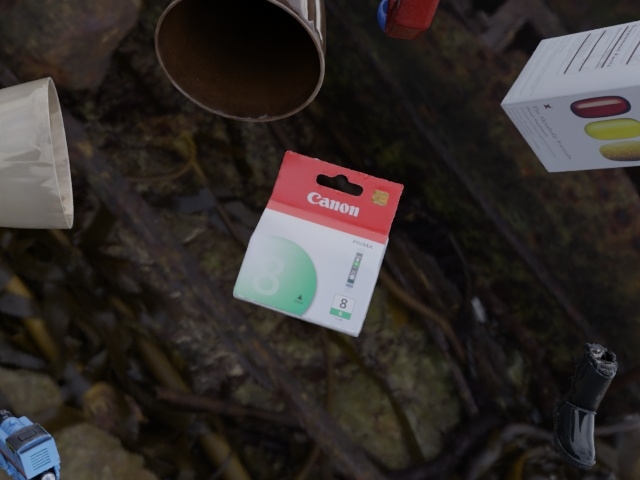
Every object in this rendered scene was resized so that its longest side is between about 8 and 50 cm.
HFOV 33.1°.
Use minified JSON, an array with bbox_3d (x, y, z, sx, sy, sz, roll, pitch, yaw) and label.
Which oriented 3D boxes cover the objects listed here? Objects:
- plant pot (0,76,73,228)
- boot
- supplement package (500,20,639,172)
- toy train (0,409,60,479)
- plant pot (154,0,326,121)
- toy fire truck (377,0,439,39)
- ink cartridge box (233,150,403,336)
[{"bbox_3d":[-0.568,-0.128,1.790,0.256,0.274,0.256,172,-90,-83],"label":"plant pot"},{"bbox_3d":[0.290,0.175,1.164,0.045,0.099,0.121,20,25,-4],"label":"boot"},{"bbox_3d":[0.385,-0.186,1.390,0.139,0.244,0.134,48,62,-27],"label":"supplement package"},{"bbox_3d":[-0.508,0.355,1.839,0.080,0.184,0.105,-23,120,-32],"label":"toy train"},{"bbox_3d":[-0.081,-0.311,1.406,0.215,0.215,0.230,40,43,-30],"label":"plant pot"},{"bbox_3d":[0.116,-0.350,1.161,0.169,0.254,0.302,8,67,-2],"label":"toy fire truck"},{"bbox_3d":[0.000,0.000,1.484,0.056,0.181,0.224,69,38,-83],"label":"ink cartridge box"}]
